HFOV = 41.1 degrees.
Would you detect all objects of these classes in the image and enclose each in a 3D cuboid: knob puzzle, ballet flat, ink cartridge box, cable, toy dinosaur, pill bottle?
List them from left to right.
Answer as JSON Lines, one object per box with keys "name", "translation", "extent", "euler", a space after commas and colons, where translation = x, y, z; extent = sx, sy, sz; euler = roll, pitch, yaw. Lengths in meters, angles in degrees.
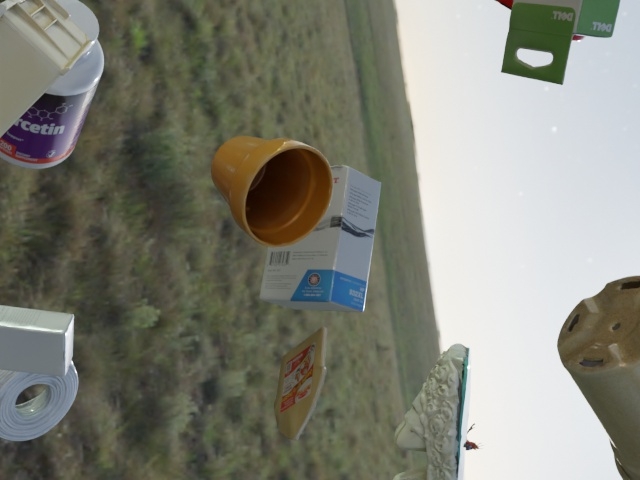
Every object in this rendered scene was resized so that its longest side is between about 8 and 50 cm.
{"name": "cable", "translation": [-0.734, 0.385, 2.160], "extent": [0.089, 0.257, 0.257], "euler": [32, -19, 38]}
{"name": "pill bottle", "translation": [-0.504, -0.287, 1.554], "extent": [0.323, 0.181, 0.181], "euler": [129, -35, -48]}
{"name": "knob puzzle", "translation": [-0.032, 0.279, 1.583], "extent": [0.213, 0.030, 0.213], "euler": [-49, -151, 40]}
{"name": "ink cartridge box", "translation": [0.000, 0.000, 1.954], "extent": [0.129, 0.223, 0.307], "euler": [20, 74, -45]}
{"name": "ballet flat", "translation": [0.183, 0.375, 1.408], "extent": [0.147, 0.147, 0.409], "euler": [-44, 133, -82]}
{"name": "toy dinosaur", "translation": [0.290, 0.407, 1.683], "extent": [0.047, 0.090, 0.082], "euler": [46, 11, 18]}
{"name": "ink cartridge box", "translation": [0.274, -0.282, 0.947], "extent": [0.109, 0.062, 0.209], "euler": [32, -61, 55]}

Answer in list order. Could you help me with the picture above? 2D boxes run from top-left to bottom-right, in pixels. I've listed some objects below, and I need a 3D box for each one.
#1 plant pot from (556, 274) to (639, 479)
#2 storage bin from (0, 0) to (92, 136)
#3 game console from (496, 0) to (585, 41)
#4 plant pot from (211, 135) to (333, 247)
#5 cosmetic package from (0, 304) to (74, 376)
{"name": "plant pot", "translation": [0.589, 0.238, 1.497], "extent": [0.305, 0.334, 0.334], "euler": [46, 20, -19]}
{"name": "storage bin", "translation": [-0.487, -0.238, 1.279], "extent": [0.123, 0.262, 0.260], "euler": [44, 12, -21]}
{"name": "game console", "translation": [0.356, -0.521, 1.579], "extent": [0.060, 0.342, 0.386], "euler": [-57, -174, 36]}
{"name": "plant pot", "translation": [-0.111, -0.116, 1.654], "extent": [0.188, 0.205, 0.205], "euler": [34, -34, 45]}
{"name": "cosmetic package", "translation": [-0.647, 0.209, 1.812], "extent": [0.085, 0.231, 0.117], "euler": [-93, -168, -62]}
